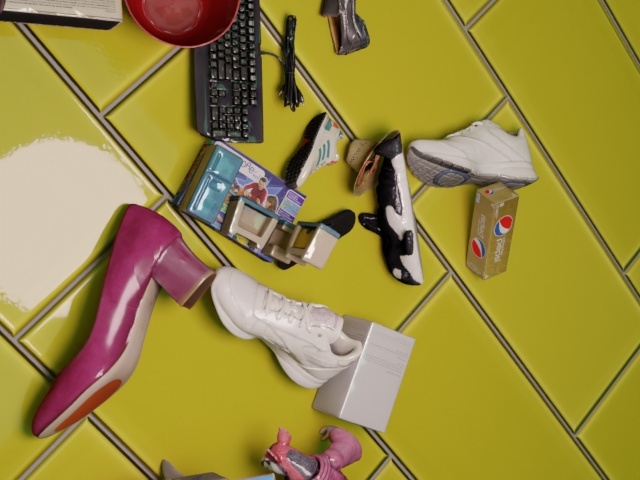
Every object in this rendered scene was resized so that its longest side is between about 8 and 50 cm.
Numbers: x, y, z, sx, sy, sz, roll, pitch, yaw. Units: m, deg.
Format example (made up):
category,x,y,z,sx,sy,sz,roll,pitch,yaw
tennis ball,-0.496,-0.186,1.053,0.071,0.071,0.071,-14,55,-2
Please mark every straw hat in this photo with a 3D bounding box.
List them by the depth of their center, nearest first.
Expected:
category,x,y,z,sx,sy,sz,roll,pitch,yaw
straw hat,0.079,-0.153,1.649,0.061,0.144,0.144,33,73,17

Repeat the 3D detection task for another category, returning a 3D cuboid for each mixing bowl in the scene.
category,x,y,z,sx,sy,sz,roll,pitch,yaw
mixing bowl,-0.225,-0.381,1.432,0.181,0.098,0.182,1,88,-19

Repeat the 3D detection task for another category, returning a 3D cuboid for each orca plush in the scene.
category,x,y,z,sx,sy,sz,roll,pitch,yaw
orca plush,0.116,-0.044,1.654,0.102,0.151,0.287,-8,128,9

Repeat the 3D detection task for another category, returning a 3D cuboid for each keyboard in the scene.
category,x,y,z,sx,sy,sz,roll,pitch,yaw
keyboard,-0.115,-0.319,1.533,0.201,0.033,0.317,-1,87,-29

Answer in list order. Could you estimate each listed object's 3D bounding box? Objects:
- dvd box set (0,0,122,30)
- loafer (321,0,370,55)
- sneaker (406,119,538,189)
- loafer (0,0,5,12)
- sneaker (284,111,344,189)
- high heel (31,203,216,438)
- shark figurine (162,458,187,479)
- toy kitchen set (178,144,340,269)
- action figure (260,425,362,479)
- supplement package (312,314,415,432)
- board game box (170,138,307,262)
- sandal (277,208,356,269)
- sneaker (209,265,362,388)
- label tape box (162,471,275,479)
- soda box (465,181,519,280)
category,x,y,z,sx,sy,sz,roll,pitch,yaw
dvd box set,-0.448,-0.523,1.304,0.307,0.062,0.421,-4,88,-33
loafer,0.029,-0.409,1.612,0.061,0.062,0.170,-30,105,-19
sneaker,0.285,-0.168,1.757,0.297,0.111,0.129,4,76,-33
loafer,-0.453,-0.445,1.220,0.109,0.095,0.303,0,81,-2
sneaker,-0.002,-0.145,1.599,0.075,0.057,0.161,39,58,-27
high heel,-0.349,0.125,1.438,0.181,0.127,0.377,41,78,11
shark figurine,-0.227,0.517,1.508,0.166,0.116,0.278,-47,127,-55
toy kitchen set,-0.088,-0.055,1.465,0.207,0.166,0.122,28,80,-27
action figure,0.012,0.461,1.548,0.248,0.275,0.370,-45,126,-13
supplement package,0.077,0.239,1.649,0.105,0.105,0.179,25,81,-29
board game box,-0.135,-0.069,1.554,0.201,0.035,0.136,34,77,-26
sandal,0.000,0.000,1.616,0.179,0.040,0.067,-30,141,-26
sneaker,-0.054,0.126,1.540,0.305,0.152,0.114,41,35,-30
label tape box,-0.207,0.490,1.398,0.333,0.106,0.241,-10,85,4
soda box,0.328,-0.017,1.756,0.061,0.058,0.181,-19,131,-26
